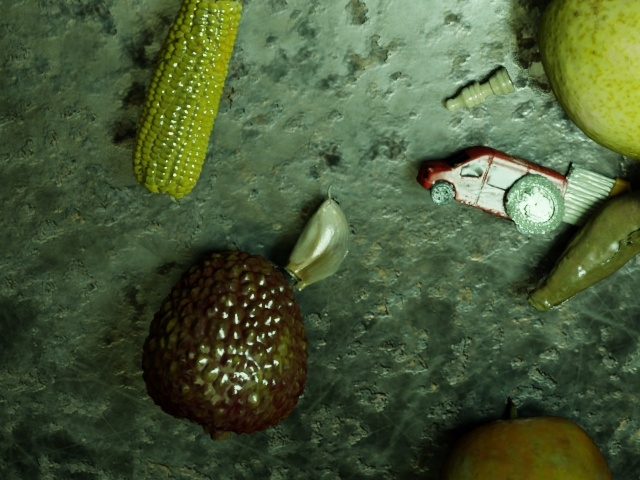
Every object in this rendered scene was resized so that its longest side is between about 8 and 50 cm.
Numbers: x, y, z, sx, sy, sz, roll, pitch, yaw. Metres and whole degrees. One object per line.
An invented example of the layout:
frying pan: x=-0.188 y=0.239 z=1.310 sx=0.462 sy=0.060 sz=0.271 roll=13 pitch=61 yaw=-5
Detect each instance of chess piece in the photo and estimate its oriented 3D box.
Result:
chess piece: x=0.210 y=-0.197 z=1.438 sx=0.092 sy=0.035 sz=0.035 roll=-22 pitch=111 yaw=17

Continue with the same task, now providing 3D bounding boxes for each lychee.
lychee: x=-0.131 y=0.148 z=1.510 sx=0.236 sy=0.236 sz=0.271 roll=5 pitch=89 yaw=1

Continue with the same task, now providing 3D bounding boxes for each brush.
brush: x=0.479 y=-0.020 z=1.512 sx=0.314 sy=0.017 sz=0.090 roll=19 pitch=117 yaw=-6

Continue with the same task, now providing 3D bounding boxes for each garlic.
garlic: x=0.007 y=0.004 z=1.515 sx=0.066 sy=0.084 sz=0.152 roll=33 pitch=94 yaw=20

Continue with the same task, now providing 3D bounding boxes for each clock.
clock: x=0.286 y=-0.047 z=1.430 sx=0.083 sy=0.010 sz=0.074 roll=42 pitch=90 yaw=-8

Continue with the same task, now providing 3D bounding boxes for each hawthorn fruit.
hawthorn fruit: x=0.301 y=0.370 z=1.572 sx=0.268 sy=0.300 sz=0.267 roll=3 pitch=156 yaw=1

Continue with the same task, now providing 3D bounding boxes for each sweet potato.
sweet potato: x=0.390 y=-0.009 z=1.458 sx=0.286 sy=0.112 sz=0.085 roll=-41 pitch=64 yaw=26

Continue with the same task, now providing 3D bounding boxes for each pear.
pear: x=0.394 y=-0.225 z=1.297 sx=0.271 sy=0.271 sz=0.271 roll=1 pitch=114 yaw=3

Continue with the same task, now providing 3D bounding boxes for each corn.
corn: x=-0.184 y=-0.184 z=1.429 sx=0.102 sy=0.101 sz=0.310 roll=16 pitch=116 yaw=-4

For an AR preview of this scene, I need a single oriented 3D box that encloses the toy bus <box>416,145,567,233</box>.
toy bus: x=0.231 y=-0.077 z=1.466 sx=0.195 sy=0.081 sz=0.089 roll=18 pitch=104 yaw=-5
